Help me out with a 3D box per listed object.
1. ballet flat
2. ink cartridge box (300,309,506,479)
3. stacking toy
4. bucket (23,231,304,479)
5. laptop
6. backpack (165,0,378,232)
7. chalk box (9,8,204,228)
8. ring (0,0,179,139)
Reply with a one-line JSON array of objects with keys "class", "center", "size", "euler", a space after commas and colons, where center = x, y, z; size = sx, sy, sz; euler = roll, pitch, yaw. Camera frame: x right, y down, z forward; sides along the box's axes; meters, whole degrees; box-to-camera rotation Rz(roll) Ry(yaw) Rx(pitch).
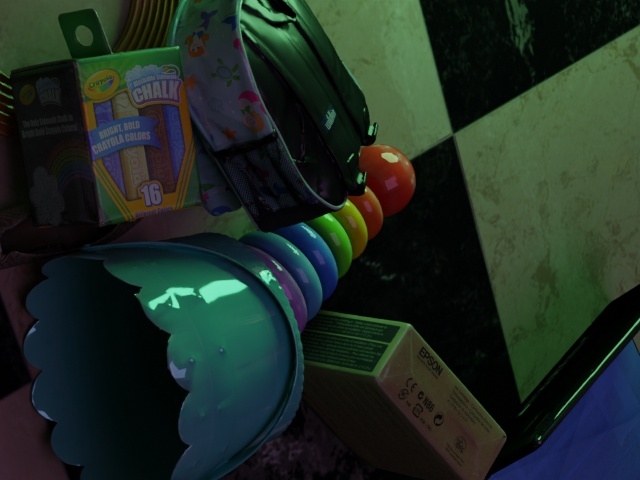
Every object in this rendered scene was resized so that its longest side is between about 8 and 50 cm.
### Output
[{"class": "ballet flat", "center": [-0.273, -0.019, 1.845], "size": [0.250, 0.058, 0.084], "euler": [-17, 108, -38]}, {"class": "ink cartridge box", "center": [0.079, 0.187, 2.090], "size": [0.234, 0.193, 0.088], "euler": [49, 63, -35]}, {"class": "stacking toy", "center": [0.000, 0.000, 2.041], "size": [0.330, 0.141, 0.141], "euler": [-42, 121, -33]}, {"class": "bucket", "center": [-0.161, 0.126, 1.837], "size": [0.183, 0.281, 0.281], "euler": [-19, 109, -41]}, {"class": "laptop", "center": [0.389, 0.266, 2.351], "size": [0.236, 0.408, 0.382], "euler": [44, 63, 1]}, {"class": "backpack", "center": [-0.071, -0.162, 1.888], "size": [0.225, 0.191, 0.253], "euler": [-74, 146, -47]}, {"class": "chalk box", "center": [-0.220, -0.127, 1.776], "size": [0.132, 0.132, 0.213], "euler": [-12, 97, -39]}, {"class": "ring", "center": [-0.278, -0.268, 1.822], "size": [0.337, 0.032, 0.336], "euler": [-7, 101, -41]}]
